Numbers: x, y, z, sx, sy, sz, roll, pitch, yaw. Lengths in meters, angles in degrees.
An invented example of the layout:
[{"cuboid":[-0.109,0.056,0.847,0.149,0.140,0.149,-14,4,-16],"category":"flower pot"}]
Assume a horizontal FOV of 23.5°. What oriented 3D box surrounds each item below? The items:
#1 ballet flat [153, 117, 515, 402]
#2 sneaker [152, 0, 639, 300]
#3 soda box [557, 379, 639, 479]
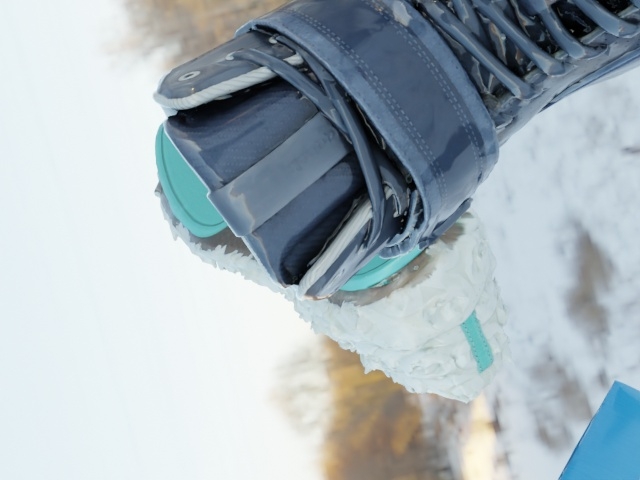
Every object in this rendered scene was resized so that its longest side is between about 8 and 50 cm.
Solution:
[{"cuboid":[0.000,0.000,1.028,0.409,0.147,0.147,-138,30,-60],"category":"ballet flat"},{"cuboid":[0.048,-0.056,0.420,0.086,0.163,0.226,57,155,-4],"category":"sneaker"},{"cuboid":[0.181,0.135,0.544,0.067,0.210,0.071,-52,-21,-37],"category":"soda box"}]
